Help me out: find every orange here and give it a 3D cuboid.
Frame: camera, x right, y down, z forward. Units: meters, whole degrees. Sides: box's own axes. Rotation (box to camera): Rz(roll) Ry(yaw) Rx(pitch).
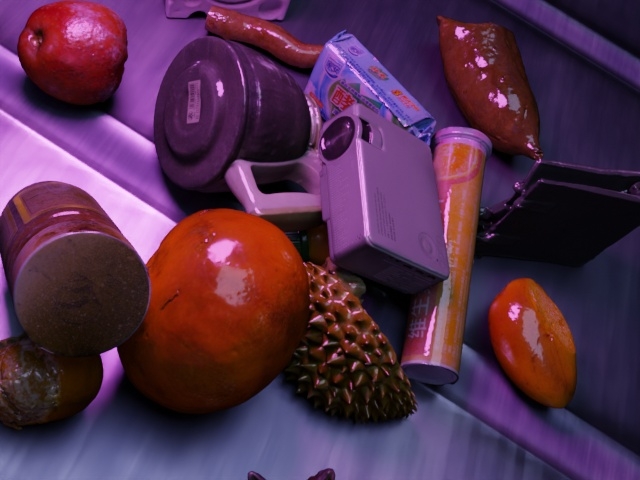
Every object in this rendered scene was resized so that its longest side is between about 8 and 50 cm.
[{"bbox_3d":[-0.141,0.094,1.112,0.226,0.284,0.283,34,51,-16],"label":"orange"},{"bbox_3d":[-0.357,0.168,1.057,0.157,0.156,0.134,-10,72,-25],"label":"orange"}]

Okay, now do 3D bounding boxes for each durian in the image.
[{"bbox_3d":[0.028,0.135,1.228,0.306,0.172,0.166,47,31,23],"label":"durian"}]

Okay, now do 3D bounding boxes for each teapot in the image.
[{"bbox_3d":[-0.091,-0.173,1.316,0.239,0.239,0.322,5,19,-43],"label":"teapot"}]

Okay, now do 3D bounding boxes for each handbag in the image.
[{"bbox_3d":[0.408,-0.043,1.415,0.260,0.247,0.079,5,63,-18],"label":"handbag"}]

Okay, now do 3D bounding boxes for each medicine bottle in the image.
[{"bbox_3d":[-0.327,0.021,1.065,0.151,0.151,0.322,-6,17,-23],"label":"medicine bottle"},{"bbox_3d":[0.000,0.000,1.345,0.309,0.076,0.111,1,53,-20],"label":"medicine bottle"},{"bbox_3d":[0.207,0.018,1.352,0.108,0.108,0.426,16,63,-9],"label":"medicine bottle"}]

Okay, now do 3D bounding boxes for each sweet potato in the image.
[{"bbox_3d":[-0.078,-0.374,1.575,0.281,0.059,0.067,21,42,-6],"label":"sweet potato"},{"bbox_3d":[0.333,-0.296,1.626,0.158,0.158,0.369,-4,66,-22],"label":"sweet potato"}]

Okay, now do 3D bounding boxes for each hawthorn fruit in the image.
[{"bbox_3d":[-0.401,-0.310,1.353,0.173,0.173,0.172,9,55,-14],"label":"hawthorn fruit"}]

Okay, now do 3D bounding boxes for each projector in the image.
[{"bbox_3d":[0.091,-0.061,1.276,0.192,0.099,0.256,24,50,-40],"label":"projector"}]

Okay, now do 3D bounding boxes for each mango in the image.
[{"bbox_3d":[0.345,0.170,1.347,0.141,0.102,0.217,6,56,-45],"label":"mango"}]

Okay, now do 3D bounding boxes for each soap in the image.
[{"bbox_3d":[0.085,-0.235,1.482,0.077,0.156,0.293,-31,72,-35],"label":"soap"}]

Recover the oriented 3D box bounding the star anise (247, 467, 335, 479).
[{"bbox_3d":[-0.040,0.398,1.052,0.223,0.109,0.236,-43,93,-13],"label":"star anise"}]

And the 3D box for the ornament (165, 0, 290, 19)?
[{"bbox_3d":[-0.177,-0.585,1.567,0.240,0.239,0.239,-5,59,-22],"label":"ornament"}]
